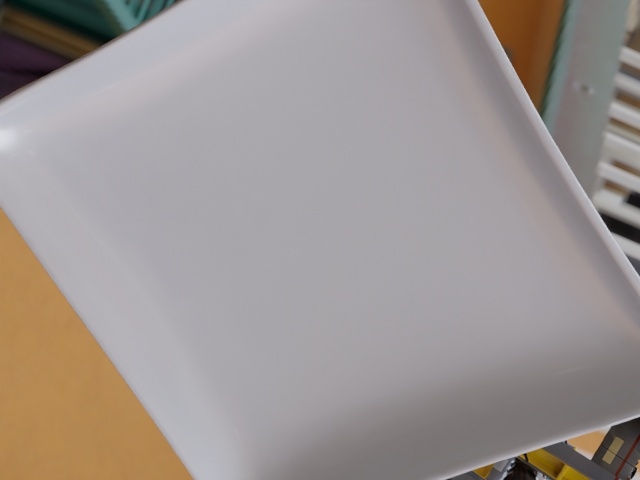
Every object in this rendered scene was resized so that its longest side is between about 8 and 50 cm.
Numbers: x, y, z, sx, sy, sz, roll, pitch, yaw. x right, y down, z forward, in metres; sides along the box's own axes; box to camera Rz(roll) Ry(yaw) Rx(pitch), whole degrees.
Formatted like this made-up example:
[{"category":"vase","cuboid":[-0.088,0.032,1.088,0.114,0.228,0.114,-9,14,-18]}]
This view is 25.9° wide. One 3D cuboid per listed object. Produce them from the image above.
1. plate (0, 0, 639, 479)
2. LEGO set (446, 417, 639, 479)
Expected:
[{"category":"plate","cuboid":[0.000,0.000,0.682,0.277,0.278,0.045,-25,-164,29]},{"category":"LEGO set","cuboid":[0.176,0.235,1.106,0.331,0.192,0.255,-49,164,-33]}]
